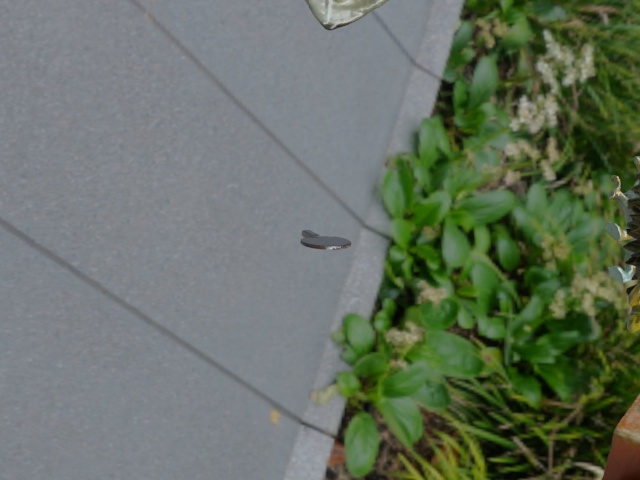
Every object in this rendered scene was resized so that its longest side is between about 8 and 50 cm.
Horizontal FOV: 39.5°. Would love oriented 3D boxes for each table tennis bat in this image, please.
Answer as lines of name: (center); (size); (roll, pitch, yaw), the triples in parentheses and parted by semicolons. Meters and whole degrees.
table tennis bat: (0.000, 0.000, 0.914); (0.050, 0.083, 0.007); (-3, 102, -23)

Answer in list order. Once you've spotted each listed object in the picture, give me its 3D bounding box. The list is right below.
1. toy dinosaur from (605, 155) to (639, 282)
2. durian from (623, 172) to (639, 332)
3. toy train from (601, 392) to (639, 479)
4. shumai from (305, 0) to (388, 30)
toy dinosaur: (0.431, -0.002, 1.165); (0.142, 0.057, 0.212); (-24, 82, -29)
durian: (0.394, 0.006, 0.772); (0.293, 0.258, 0.258); (17, 67, -9)
toy train: (0.121, 0.117, 0.266); (0.176, 0.118, 0.074); (-24, 126, -51)
shumai: (0.008, -0.146, 0.371); (0.145, 0.145, 0.116); (15, 45, -49)
